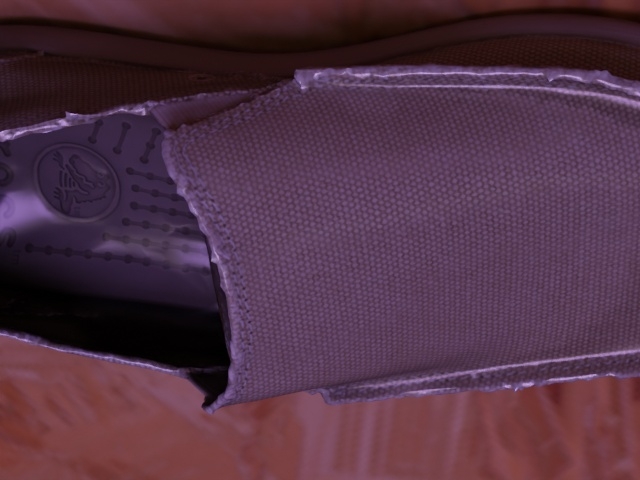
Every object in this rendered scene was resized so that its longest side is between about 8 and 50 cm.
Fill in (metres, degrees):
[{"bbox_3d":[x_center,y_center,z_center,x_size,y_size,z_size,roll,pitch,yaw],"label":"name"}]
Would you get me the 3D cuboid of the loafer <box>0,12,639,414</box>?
[{"bbox_3d":[0.000,0.000,0.413,0.269,0.092,0.102,1,120,13],"label":"loafer"}]
